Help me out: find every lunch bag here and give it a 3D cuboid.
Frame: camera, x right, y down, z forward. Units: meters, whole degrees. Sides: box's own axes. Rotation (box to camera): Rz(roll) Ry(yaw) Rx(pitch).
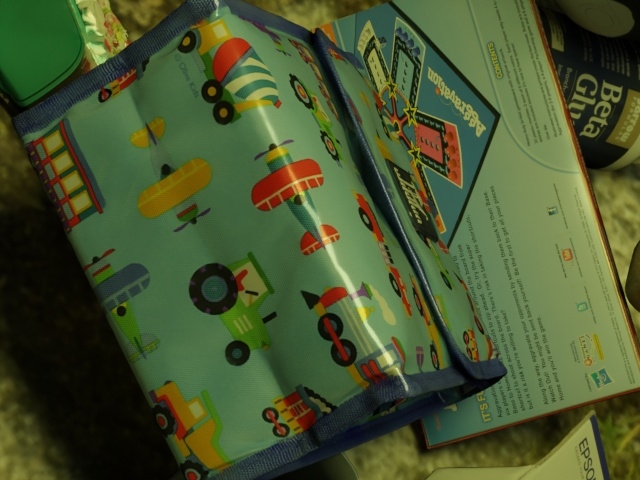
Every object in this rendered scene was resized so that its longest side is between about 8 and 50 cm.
[{"bbox_3d":[0.000,0.000,0.983,0.221,0.138,0.293,63,22,9],"label":"lunch bag"}]

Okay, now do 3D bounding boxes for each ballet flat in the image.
[{"bbox_3d":[-0.135,-0.091,1.034,0.241,0.091,0.077,62,25,-5],"label":"ballet flat"}]

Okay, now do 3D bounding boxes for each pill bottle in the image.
[{"bbox_3d":[0.176,-0.101,1.210,0.169,0.094,0.094,14,68,-28],"label":"pill bottle"}]

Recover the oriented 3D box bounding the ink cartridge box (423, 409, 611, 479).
[{"bbox_3d":[0.042,0.258,0.987,0.371,0.069,0.176,-35,123,-33],"label":"ink cartridge box"}]

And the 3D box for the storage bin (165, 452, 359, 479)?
[{"bbox_3d":[-0.055,0.160,0.985,0.135,0.091,0.098,-41,98,-33],"label":"storage bin"}]

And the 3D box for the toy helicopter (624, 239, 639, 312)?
[{"bbox_3d":[0.332,0.090,1.132,0.355,0.235,0.140,35,59,-33],"label":"toy helicopter"}]

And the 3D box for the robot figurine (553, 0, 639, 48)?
[{"bbox_3d":[0.191,-0.236,1.087,0.173,0.209,0.278,-52,135,-10],"label":"robot figurine"}]

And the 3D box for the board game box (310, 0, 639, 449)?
[{"bbox_3d":[0.099,-0.023,1.120,0.027,0.145,0.281,14,60,-74],"label":"board game box"}]
